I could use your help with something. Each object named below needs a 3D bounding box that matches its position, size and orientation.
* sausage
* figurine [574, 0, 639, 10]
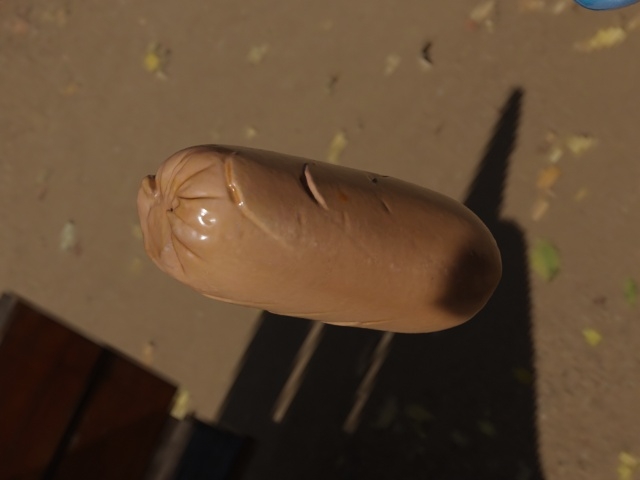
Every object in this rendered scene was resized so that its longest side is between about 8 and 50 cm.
[{"bbox_3d":[-0.001,0.000,1.315,0.121,0.304,0.121,-14,70,45],"label":"sausage"},{"bbox_3d":[0.176,-0.362,1.052,0.243,0.297,0.416,-92,8,-64],"label":"figurine"}]
